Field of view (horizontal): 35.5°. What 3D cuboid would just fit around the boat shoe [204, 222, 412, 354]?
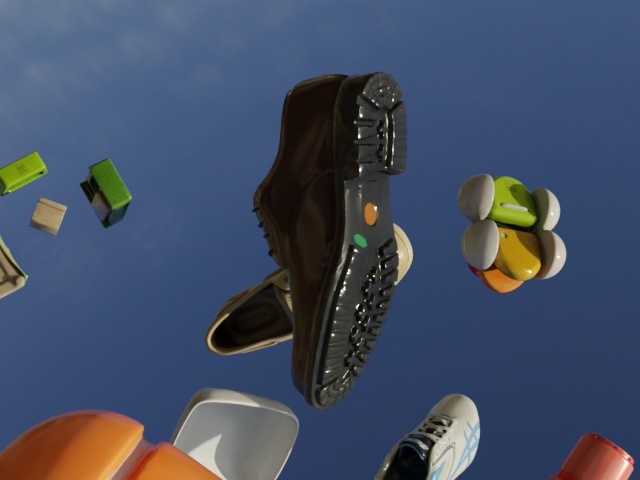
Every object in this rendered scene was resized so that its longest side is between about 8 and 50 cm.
[{"bbox_3d":[-0.019,0.084,1.464,0.341,0.122,0.110,-31,-177,24],"label":"boat shoe"}]

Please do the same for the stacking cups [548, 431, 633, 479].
[{"bbox_3d":[0.216,0.343,1.043,0.096,0.096,0.316,22,-106,47],"label":"stacking cups"}]

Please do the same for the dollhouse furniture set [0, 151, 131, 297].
[{"bbox_3d":[-0.205,-0.006,0.670,0.151,0.076,0.058,-31,179,-23],"label":"dollhouse furniture set"}]

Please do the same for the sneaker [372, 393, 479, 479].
[{"bbox_3d":[0.137,0.263,1.250,0.085,0.086,0.237,14,-144,27],"label":"sneaker"}]

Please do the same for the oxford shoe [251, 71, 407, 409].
[{"bbox_3d":[0.000,0.000,0.688,0.096,0.227,0.083,6,180,32],"label":"oxford shoe"}]

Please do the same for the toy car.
[{"bbox_3d":[0.276,-0.006,1.526,0.159,0.136,0.182,10,-122,-17],"label":"toy car"}]

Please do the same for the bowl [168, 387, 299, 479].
[{"bbox_3d":[-0.108,0.232,1.164,0.142,0.142,0.053,16,-157,-24],"label":"bowl"}]

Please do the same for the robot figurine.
[{"bbox_3d":[-0.085,0.169,0.484,0.128,0.219,0.158,-54,180,15],"label":"robot figurine"}]
